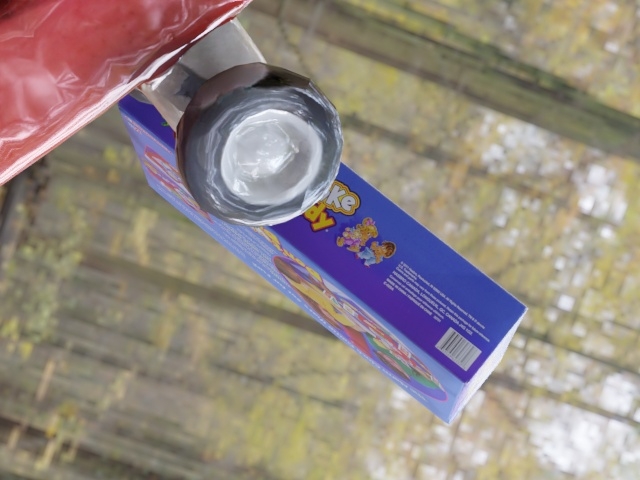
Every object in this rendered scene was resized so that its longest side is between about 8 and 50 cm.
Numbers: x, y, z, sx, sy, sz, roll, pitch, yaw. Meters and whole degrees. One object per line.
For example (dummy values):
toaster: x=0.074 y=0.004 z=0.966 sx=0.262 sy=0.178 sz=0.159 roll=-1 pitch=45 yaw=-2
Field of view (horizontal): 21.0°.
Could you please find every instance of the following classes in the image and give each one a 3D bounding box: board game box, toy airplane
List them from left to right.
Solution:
toy airplane: x=-0.043 y=-0.223 z=0.563 sx=0.386 sy=0.272 sz=0.384 roll=-23 pitch=-130 yaw=47
board game box: x=0.000 y=0.000 z=1.420 sx=0.078 sy=0.347 sz=0.233 roll=-50 pitch=171 yaw=-10
